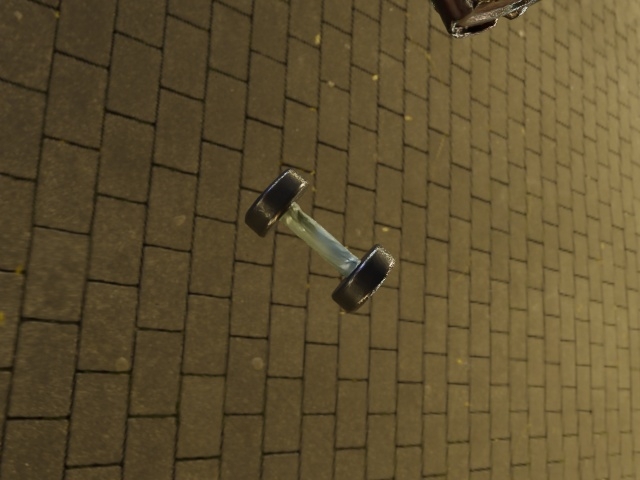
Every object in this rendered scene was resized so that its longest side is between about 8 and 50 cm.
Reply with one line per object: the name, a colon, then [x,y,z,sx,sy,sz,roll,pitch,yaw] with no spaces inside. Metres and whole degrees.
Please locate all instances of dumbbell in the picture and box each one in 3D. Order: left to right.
dumbbell: [0.000,0.000,0.891,0.191,0.100,0.100,42,55,0]

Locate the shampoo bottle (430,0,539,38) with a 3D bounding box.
shampoo bottle: [0.070,-0.318,0.514,0.129,0.084,0.323,-26,89,-41]
